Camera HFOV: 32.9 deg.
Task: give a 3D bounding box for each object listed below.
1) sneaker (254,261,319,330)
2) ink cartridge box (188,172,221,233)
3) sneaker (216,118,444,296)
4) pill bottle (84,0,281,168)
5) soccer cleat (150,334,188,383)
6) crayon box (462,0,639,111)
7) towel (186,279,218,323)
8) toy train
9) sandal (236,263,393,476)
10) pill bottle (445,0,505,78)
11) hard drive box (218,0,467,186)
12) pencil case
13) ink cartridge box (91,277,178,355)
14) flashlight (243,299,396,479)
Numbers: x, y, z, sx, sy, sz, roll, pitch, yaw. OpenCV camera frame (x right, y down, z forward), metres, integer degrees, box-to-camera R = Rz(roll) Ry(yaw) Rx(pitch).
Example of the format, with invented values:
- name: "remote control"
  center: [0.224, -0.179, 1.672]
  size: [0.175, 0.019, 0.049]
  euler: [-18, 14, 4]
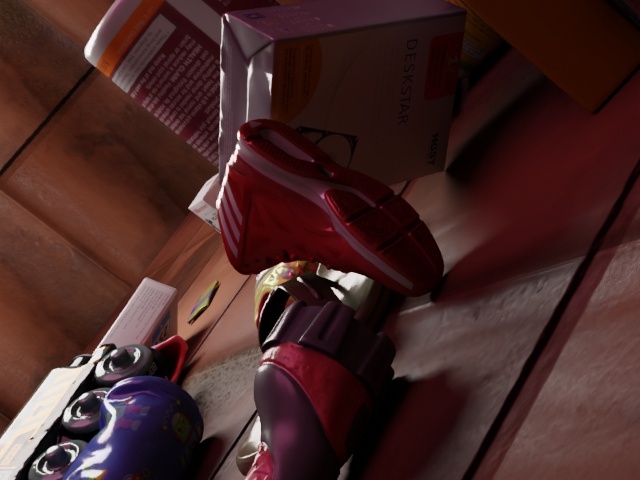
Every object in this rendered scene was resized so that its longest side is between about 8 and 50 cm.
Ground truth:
- name: "sneaker"
  center: [-0.008, 0.036, 1.169]
  size: [0.208, 0.081, 0.094]
  euler: [-50, 16, 41]
- name: "ink cartridge box"
  center: [-0.134, -0.038, 1.729]
  size: [0.056, 0.135, 0.099]
  euler: [-55, 11, -18]
- name: "sneaker"
  center: [0.000, 0.000, 0.963]
  size: [0.087, 0.221, 0.128]
  euler: [-27, -27, -48]
- name: "pill bottle"
  center: [-0.095, -0.205, 1.448]
  size: [0.224, 0.392, 0.224]
  euler: [-48, 11, 12]
- name: "soccer cleat"
  center: [-0.257, 0.224, 1.505]
  size: [0.095, 0.083, 0.248]
  euler: [-50, 6, 33]
- name: "crayon box"
  center: [0.170, -0.224, 0.952]
  size: [0.083, 0.203, 0.323]
  euler: [-48, 11, 13]
- name: "towel"
  center: [-0.200, 0.105, 1.851]
  size: [0.060, 0.009, 0.083]
  euler: [-44, 13, 26]
- name: "toy train"
  center: [-0.307, 0.249, 1.327]
  size: [0.190, 0.142, 0.334]
  euler: [-7, 31, 22]
- name: "sandal"
  center: [-0.012, 0.082, 0.979]
  size: [0.120, 0.086, 0.302]
  euler: [-42, 14, 38]
- name: "pill bottle"
  center: [0.210, -0.323, 1.291]
  size: [0.246, 0.136, 0.136]
  euler: [-45, 13, 27]
- name: "hard drive box"
  center: [0.020, -0.142, 1.070]
  size: [0.232, 0.181, 0.089]
  euler: [-17, 36, -33]
- name: "pencil case"
  center: [-0.226, 0.275, 1.107]
  size: [0.133, 0.119, 0.306]
  euler: [-17, 26, 28]
- name: "ink cartridge box"
  center: [-0.316, 0.246, 1.691]
  size: [0.261, 0.066, 0.296]
  euler: [100, -166, -48]
- name: "flashlight"
  center: [-0.049, 0.182, 0.762]
  size: [0.103, 0.103, 0.304]
  euler: [-32, 21, 55]
